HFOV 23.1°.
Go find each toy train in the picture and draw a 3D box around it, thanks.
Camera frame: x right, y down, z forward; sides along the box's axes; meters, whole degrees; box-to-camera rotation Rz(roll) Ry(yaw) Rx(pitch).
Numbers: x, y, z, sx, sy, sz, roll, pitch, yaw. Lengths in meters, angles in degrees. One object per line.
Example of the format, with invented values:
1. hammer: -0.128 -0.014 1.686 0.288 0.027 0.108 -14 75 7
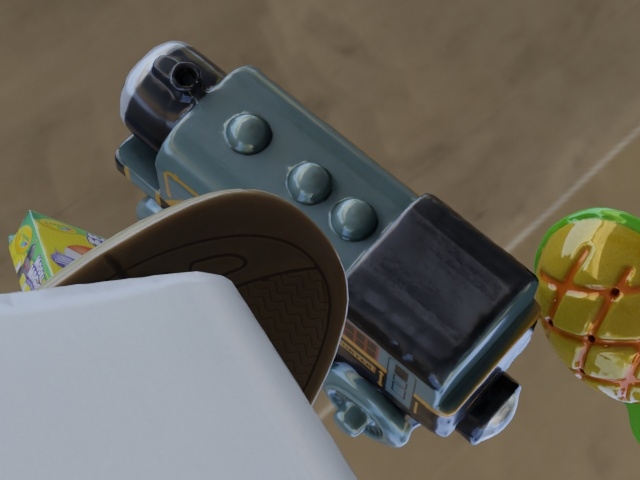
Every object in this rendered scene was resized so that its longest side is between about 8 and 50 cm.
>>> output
1. toy train: 0.000 0.000 1.030 0.334 0.190 0.142 41 -108 14

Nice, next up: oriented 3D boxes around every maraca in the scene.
1. maraca: 0.213 0.062 1.038 0.099 0.127 0.186 -33 -91 -41

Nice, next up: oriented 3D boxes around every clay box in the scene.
1. clay box: -0.228 0.042 1.533 0.127 0.222 0.053 22 -73 -28

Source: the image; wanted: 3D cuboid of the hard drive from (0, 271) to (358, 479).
1. hard drive: -0.066 0.133 0.350 0.233 0.047 0.353 -7 -145 -24

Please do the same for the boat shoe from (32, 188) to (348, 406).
1. boat shoe: -0.114 0.098 0.571 0.109 0.098 0.302 44 -99 -16
